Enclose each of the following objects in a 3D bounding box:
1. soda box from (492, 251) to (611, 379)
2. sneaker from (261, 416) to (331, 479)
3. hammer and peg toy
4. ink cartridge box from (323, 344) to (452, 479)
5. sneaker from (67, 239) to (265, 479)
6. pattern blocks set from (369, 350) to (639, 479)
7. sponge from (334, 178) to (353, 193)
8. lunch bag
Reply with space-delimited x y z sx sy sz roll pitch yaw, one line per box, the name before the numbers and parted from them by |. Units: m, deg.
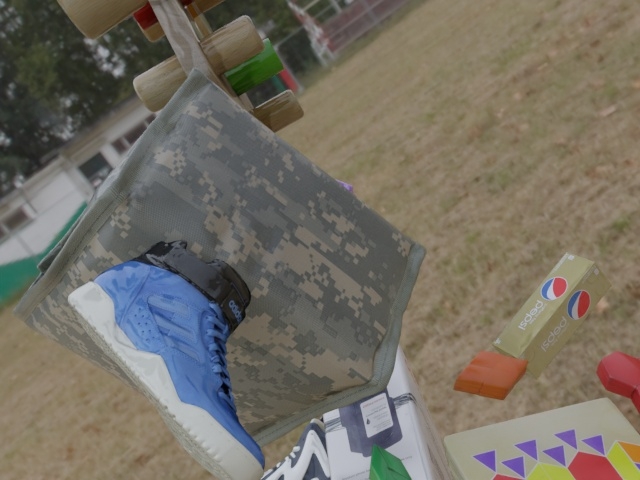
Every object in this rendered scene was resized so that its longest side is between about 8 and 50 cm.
soda box | 0.335 0.108 1.118 0.181 0.061 0.058 -49 31 -8
sneaker | -0.035 0.372 1.295 0.235 0.094 0.153 -9 55 27
hammer and peg toy | -0.147 -0.239 0.762 0.127 0.265 0.361 -29 -15 4
ink cartridge box | 0.079 0.246 0.800 0.100 0.172 0.237 -20 31 7
sneaker | -0.062 0.056 0.417 0.085 0.058 0.152 -37 56 -22
pattern blocks set | 0.202 0.196 0.601 0.325 0.026 0.285 -2 39 -15
sponge | 0.000 0.000 0.976 0.117 0.210 0.031 24 51 34
lunch bag | -0.098 0.047 0.629 0.287 0.235 0.169 -37 22 44
